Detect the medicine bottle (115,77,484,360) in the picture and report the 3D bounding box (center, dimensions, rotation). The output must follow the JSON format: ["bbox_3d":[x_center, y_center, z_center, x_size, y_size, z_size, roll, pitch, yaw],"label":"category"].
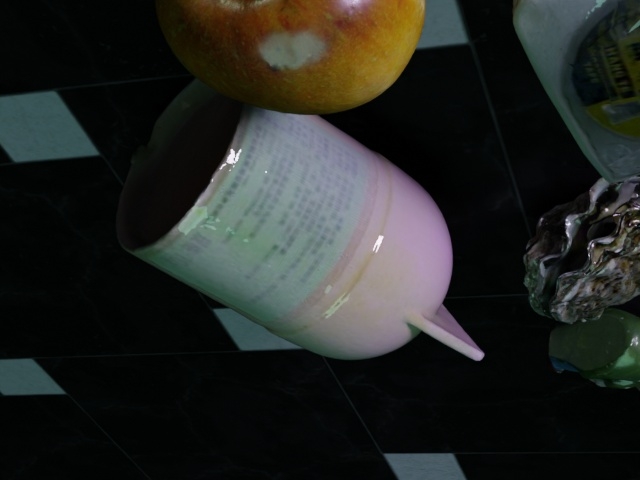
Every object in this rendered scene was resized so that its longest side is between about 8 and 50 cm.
[{"bbox_3d":[0.000,0.000,1.444,0.406,0.235,0.236,30,141,-29],"label":"medicine bottle"}]

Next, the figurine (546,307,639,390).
[{"bbox_3d":[0.430,0.166,1.708,0.234,0.127,0.185,15,161,-34],"label":"figurine"}]

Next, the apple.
[{"bbox_3d":[-0.021,-0.214,1.145,0.237,0.236,0.207,-2,172,17],"label":"apple"}]

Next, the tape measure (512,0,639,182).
[{"bbox_3d":[0.320,-0.189,1.172,0.262,0.138,0.259,-12,143,29],"label":"tape measure"}]

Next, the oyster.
[{"bbox_3d":[0.327,0.017,1.524,0.198,0.112,0.267,3,145,-30],"label":"oyster"}]
